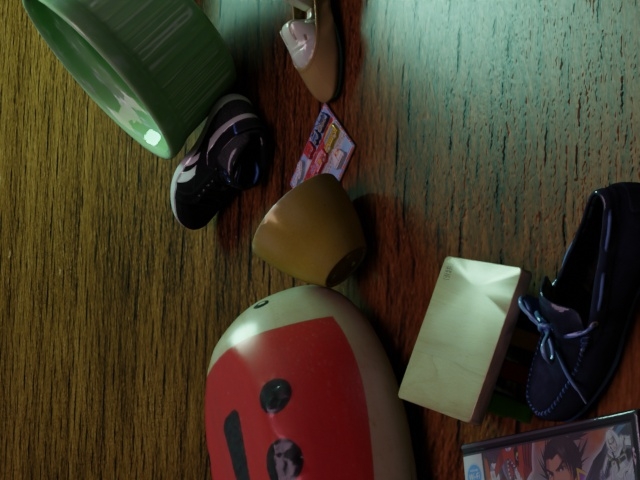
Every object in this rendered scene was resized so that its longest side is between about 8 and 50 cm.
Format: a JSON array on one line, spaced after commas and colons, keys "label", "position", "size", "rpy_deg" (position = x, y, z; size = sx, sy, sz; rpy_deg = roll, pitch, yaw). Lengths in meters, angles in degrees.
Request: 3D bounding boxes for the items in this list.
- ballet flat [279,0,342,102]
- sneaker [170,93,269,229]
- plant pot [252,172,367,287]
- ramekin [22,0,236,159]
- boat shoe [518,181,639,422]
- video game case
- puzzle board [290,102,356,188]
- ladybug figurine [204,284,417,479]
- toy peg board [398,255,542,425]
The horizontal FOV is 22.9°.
[{"label": "ballet flat", "position": [-0.022, -0.287, 2.003], "size": [0.080, 0.073, 0.232], "rpy_deg": [-25, 65, 56]}, {"label": "sneaker", "position": [-0.137, -0.082, 2.165], "size": [0.121, 0.079, 0.217], "rpy_deg": [58, 133, 46]}, {"label": "plant pot", "position": [0.000, 0.000, 1.896], "size": [0.095, 0.134, 0.134], "rpy_deg": [45, 128, 21]}, {"label": "ramekin", "position": [-0.255, -0.272, 2.188], "size": [0.148, 0.303, 0.303], "rpy_deg": [-44, 31, -11]}, {"label": "boat shoe", "position": [0.239, 0.053, 1.501], "size": [0.109, 0.089, 0.258], "rpy_deg": [43, 123, 53]}, {"label": "video game case", "position": [0.236, 0.304, 1.526], "size": [0.275, 0.035, 0.248], "rpy_deg": [-24, 65, 56]}, {"label": "puzzle board", "position": [0.000, -0.095, 2.002], "size": [0.096, 0.011, 0.128], "rpy_deg": [59, 135, 45]}, {"label": "ladybug figurine", "position": [-0.024, 0.256, 1.848], "size": [0.305, 0.162, 0.449], "rpy_deg": [-53, 44, 42]}, {"label": "toy peg board", "position": [0.172, 0.109, 1.630], "size": [0.161, 0.079, 0.160], "rpy_deg": [10, 80, 66]}]
